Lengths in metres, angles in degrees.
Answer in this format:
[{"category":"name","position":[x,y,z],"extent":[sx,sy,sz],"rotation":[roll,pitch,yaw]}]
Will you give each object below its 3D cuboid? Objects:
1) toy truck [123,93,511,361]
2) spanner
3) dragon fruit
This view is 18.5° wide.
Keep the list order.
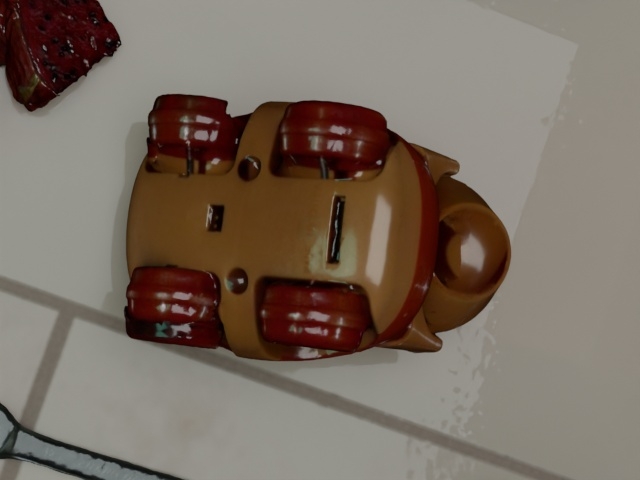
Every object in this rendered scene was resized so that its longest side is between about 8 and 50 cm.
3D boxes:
[{"category":"toy truck","position":[0.000,0.000,1.461],"extent":[0.265,0.239,0.189],"rotation":[4,85,30]},{"category":"spanner","position":[-0.155,0.178,1.488],"extent":[0.254,0.015,0.054],"rotation":[19,84,-10]},{"category":"dragon fruit","position":[-0.224,-0.167,1.484],"extent":[0.097,0.063,0.131],"rotation":[-36,95,-43]}]
